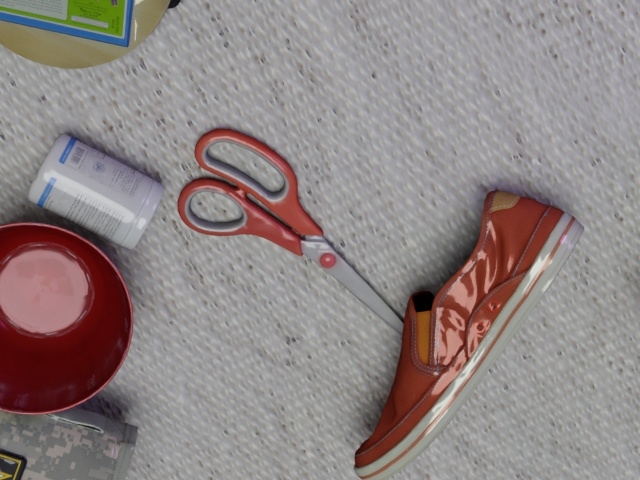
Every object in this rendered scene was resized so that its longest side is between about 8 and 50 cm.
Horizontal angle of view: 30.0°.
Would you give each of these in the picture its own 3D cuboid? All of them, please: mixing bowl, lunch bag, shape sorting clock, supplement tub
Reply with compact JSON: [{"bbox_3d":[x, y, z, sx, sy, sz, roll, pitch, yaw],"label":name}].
[{"bbox_3d":[-0.262,0.060,1.107,0.182,0.098,0.181,-1,105,-5],"label":"mixing bowl"},{"bbox_3d":[-0.330,0.265,1.161,0.235,0.169,0.287,19,114,-11],"label":"lunch bag"},{"bbox_3d":[-0.221,-0.247,1.011,0.206,0.040,0.206,5,118,9],"label":"shape sorting clock"},{"bbox_3d":[-0.205,-0.044,1.086,0.107,0.071,0.071,28,110,-12],"label":"supplement tub"}]

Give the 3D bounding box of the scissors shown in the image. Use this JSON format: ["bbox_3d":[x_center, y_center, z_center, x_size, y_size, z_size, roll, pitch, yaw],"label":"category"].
[{"bbox_3d":[0.000,0.000,1.134,0.297,0.021,0.109,30,110,-12],"label":"scissors"}]

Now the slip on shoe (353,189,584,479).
[{"bbox_3d":[0.120,0.094,1.137,0.101,0.123,0.331,34,110,8],"label":"slip on shoe"}]

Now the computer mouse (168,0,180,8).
[{"bbox_3d":[-0.122,-0.312,0.993,0.071,0.041,0.242,16,120,9],"label":"computer mouse"}]
